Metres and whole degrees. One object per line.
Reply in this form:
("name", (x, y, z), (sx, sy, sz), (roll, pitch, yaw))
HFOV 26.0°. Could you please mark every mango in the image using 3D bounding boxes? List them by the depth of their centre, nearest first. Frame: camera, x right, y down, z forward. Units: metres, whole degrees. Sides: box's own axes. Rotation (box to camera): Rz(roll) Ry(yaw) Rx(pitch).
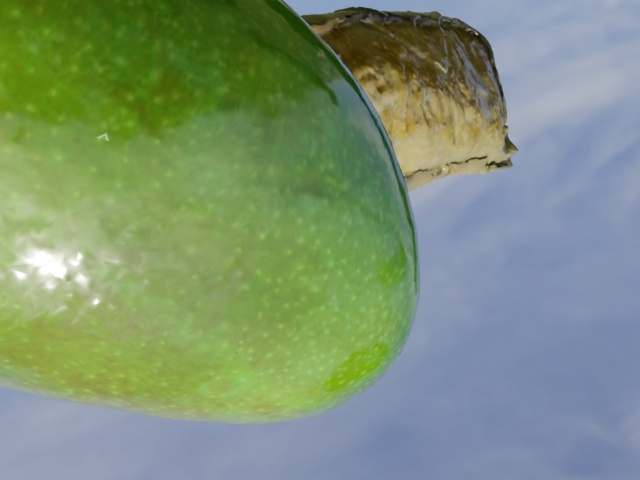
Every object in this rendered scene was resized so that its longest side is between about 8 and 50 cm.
("mango", (-0.121, -0.042, 0.574), (0.225, 0.382, 0.201), (-53, -162, 6))

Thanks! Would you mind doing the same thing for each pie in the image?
("pie", (0.046, -0.094, 0.939), (0.068, 0.129, 0.282), (-18, 174, 40))
